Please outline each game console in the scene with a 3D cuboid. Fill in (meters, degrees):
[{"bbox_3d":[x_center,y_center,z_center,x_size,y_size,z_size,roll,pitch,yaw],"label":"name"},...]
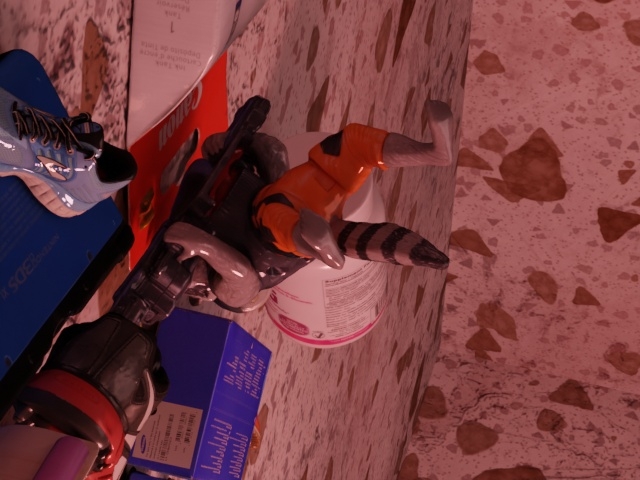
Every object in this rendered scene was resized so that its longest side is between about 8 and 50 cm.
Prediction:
[{"bbox_3d":[-0.263,0.048,1.267,0.250,0.173,0.293,64,25,-20],"label":"game console"}]

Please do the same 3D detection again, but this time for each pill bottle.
[{"bbox_3d":[0.000,0.000,2.241,0.283,0.160,0.160,85,21,-59],"label":"pill bottle"}]

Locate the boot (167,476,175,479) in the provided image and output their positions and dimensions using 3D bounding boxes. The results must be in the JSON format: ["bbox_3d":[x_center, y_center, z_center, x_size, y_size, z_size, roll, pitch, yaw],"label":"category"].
[{"bbox_3d":[-0.147,0.322,2.040,0.042,0.087,0.118,85,20,-54],"label":"boot"}]

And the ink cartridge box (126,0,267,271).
[{"bbox_3d":[-0.088,-0.196,1.736,0.308,0.091,0.385,-61,159,-57],"label":"ink cartridge box"}]

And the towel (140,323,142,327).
[{"bbox_3d":[-0.206,0.135,1.690,0.237,0.021,0.102,-51,153,-68],"label":"towel"}]

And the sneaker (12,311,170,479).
[{"bbox_3d":[-0.181,0.137,1.458,0.135,0.097,0.276,-57,177,-26],"label":"sneaker"}]

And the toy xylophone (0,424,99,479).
[{"bbox_3d":[-0.258,0.276,1.267,0.236,0.081,0.323,-63,179,-45],"label":"toy xylophone"}]

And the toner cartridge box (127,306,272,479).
[{"bbox_3d":[-0.124,0.173,1.972,0.348,0.075,0.165,61,43,-79],"label":"toner cartridge box"}]

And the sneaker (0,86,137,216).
[{"bbox_3d":[-0.180,-0.071,1.218,0.162,0.073,0.063,32,47,-55],"label":"sneaker"}]

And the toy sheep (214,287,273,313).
[{"bbox_3d":[-0.090,0.035,2.004,0.132,0.091,0.091,-116,-147,-66],"label":"toy sheep"}]

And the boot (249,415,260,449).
[{"bbox_3d":[-0.097,0.195,2.252,0.158,0.059,0.085,86,14,-54],"label":"boot"}]

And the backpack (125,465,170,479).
[{"bbox_3d":[-0.161,0.301,1.914,0.120,0.101,0.098,76,35,-75],"label":"backpack"}]

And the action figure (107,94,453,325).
[{"bbox_3d":[-0.054,0.015,1.688,0.330,0.178,0.341,-17,-146,54],"label":"action figure"}]
